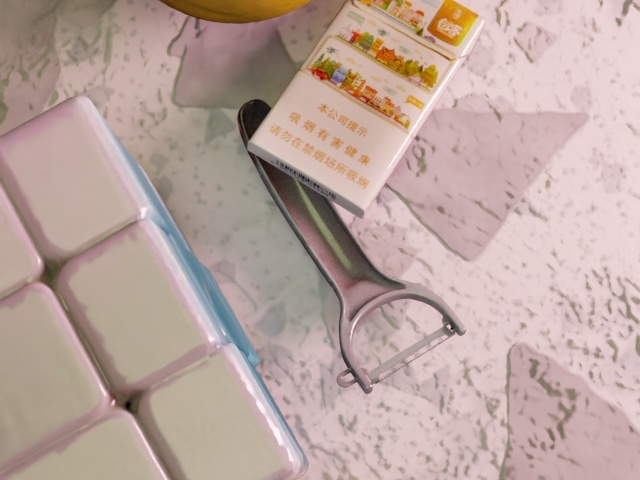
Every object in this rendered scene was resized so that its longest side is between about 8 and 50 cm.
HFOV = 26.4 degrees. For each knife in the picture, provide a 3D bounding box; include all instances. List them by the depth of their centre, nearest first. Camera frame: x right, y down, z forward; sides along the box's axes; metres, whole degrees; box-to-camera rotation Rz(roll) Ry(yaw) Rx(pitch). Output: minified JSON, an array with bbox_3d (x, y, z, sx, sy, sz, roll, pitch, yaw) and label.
[{"bbox_3d":[-0.001,0.000,1.203,0.123,0.053,0.278,-29,76,-23],"label":"knife"}]

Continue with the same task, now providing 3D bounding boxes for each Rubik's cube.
[{"bbox_3d":[-0.218,0.122,1.066,0.319,0.322,0.316,-30,81,-3],"label":"Rubik's cube"}]

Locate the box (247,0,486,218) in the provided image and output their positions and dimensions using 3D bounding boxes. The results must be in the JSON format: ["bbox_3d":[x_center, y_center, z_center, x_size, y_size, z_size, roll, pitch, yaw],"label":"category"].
[{"bbox_3d":[0.044,-0.138,1.214,0.122,0.032,0.220,31,71,6],"label":"box"}]

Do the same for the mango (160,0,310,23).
[{"bbox_3d":[-0.062,-0.405,1.187,0.301,0.220,0.445,12,79,6],"label":"mango"}]
